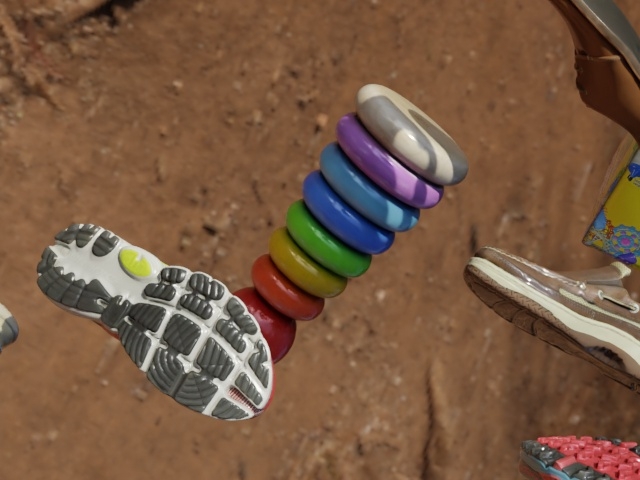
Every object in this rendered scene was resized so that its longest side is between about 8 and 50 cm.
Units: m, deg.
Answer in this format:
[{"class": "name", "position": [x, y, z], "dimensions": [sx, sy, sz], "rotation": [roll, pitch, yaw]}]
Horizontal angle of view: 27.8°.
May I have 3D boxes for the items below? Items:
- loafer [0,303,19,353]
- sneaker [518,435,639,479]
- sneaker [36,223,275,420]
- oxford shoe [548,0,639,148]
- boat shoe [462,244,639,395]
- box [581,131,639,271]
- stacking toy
[{"class": "loafer", "position": [-0.442, 0.082, 1.303], "dimensions": [0.102, 0.268, 0.092], "rotation": [134, -33, -53]}, {"class": "sneaker", "position": [0.238, 0.238, 0.995], "dimensions": [0.104, 0.262, 0.125], "rotation": [2, 105, -33]}, {"class": "sneaker", "position": [-0.135, 0.073, 1.186], "dimensions": [0.107, 0.279, 0.118], "rotation": [-53, 150, -4]}, {"class": "oxford shoe", "position": [0.248, -0.159, 1.140], "dimensions": [0.076, 0.212, 0.076], "rotation": [-36, -175, 32]}, {"class": "boat shoe", "position": [0.258, 0.061, 1.235], "dimensions": [0.095, 0.257, 0.095], "rotation": [-62, -166, -11]}, {"class": "box", "position": [0.487, -0.075, 1.409], "dimensions": [0.177, 0.290, 0.279], "rotation": [-59, 174, -49]}, {"class": "stacking toy", "position": [0.000, 0.000, 1.352], "dimensions": [0.330, 0.141, 0.141], "rotation": [-49, 158, 16]}]
